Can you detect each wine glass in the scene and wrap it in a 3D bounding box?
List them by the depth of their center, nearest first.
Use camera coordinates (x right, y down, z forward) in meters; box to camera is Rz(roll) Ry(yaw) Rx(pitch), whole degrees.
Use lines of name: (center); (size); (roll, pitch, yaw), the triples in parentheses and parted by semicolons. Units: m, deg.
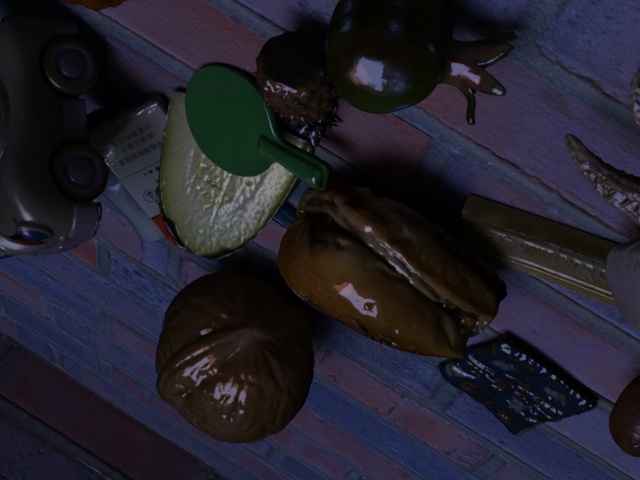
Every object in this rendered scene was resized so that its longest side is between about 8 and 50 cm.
wine glass: (-0.319, -0.104, 1.736); (0.103, 0.103, 0.231); (12, 147, 37)

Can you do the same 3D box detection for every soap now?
soap: (0.297, 0.019, 1.319); (0.252, 0.037, 0.092); (21, 152, 24)

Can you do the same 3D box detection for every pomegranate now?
pomegranate: (0.101, -0.195, 1.085); (0.191, 0.152, 0.131); (11, 145, 0)

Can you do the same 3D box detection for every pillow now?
pillow: (0.305, 0.233, 1.673); (0.189, 0.034, 0.255); (38, 155, -4)

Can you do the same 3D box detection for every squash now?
squash: (-0.142, -0.078, 1.529); (0.237, 0.155, 0.204); (26, 154, 21)

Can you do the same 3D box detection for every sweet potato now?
sweet potato: (0.457, 0.199, 1.377); (0.097, 0.097, 0.291); (28, 147, 12)

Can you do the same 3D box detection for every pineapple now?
pineapple: (-0.019, -0.178, 1.291); (0.108, 0.108, 0.197); (27, 166, 15)

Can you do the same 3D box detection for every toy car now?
toy car: (-0.457, -0.150, 1.531); (0.226, 0.335, 0.242); (0, 171, -32)

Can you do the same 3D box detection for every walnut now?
walnut: (-0.148, 0.203, 1.859); (0.333, 0.333, 0.333); (26, 152, 15)

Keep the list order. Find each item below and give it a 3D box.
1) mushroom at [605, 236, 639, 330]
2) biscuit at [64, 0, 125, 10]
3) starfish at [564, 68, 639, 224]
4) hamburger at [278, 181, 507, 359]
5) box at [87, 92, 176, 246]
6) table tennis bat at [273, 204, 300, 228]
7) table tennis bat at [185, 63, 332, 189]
mushroom: (0.445, 0.040, 1.095); (0.350, 0.128, 0.128); (-1, 137, 44)
biscuit: (-0.371, -0.429, 1.250); (0.318, 0.110, 0.312); (28, 155, 13)
starfish: (0.397, -0.009, 0.995); (0.375, 0.094, 0.327); (17, 107, 36)
hamburger: (0.089, 0.049, 1.432); (0.284, 0.174, 0.304); (31, 176, -15)
box: (-0.241, -0.105, 1.641); (0.139, 0.035, 0.245); (-26, 126, 17)
table tennis bat: (0.000, 0.000, 1.628); (0.201, 0.033, 0.124); (34, 152, -5)
table tennis bat: (-0.088, -0.143, 1.430); (0.257, 0.039, 0.160); (33, 133, 24)
